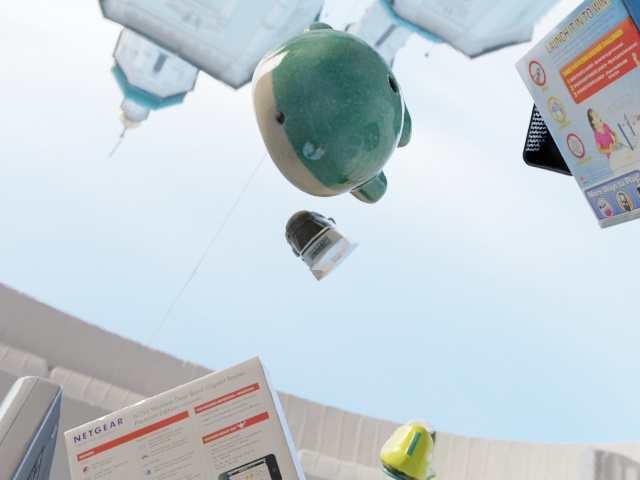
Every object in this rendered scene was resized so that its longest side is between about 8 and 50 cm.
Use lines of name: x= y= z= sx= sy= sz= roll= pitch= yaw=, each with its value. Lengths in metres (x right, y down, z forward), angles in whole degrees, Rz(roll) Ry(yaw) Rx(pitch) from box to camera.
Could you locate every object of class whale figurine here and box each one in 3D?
whale figurine: x=0.046 y=-0.151 z=0.851 sx=0.272 sy=0.141 sz=0.216 roll=-17 pitch=-92 yaw=-56

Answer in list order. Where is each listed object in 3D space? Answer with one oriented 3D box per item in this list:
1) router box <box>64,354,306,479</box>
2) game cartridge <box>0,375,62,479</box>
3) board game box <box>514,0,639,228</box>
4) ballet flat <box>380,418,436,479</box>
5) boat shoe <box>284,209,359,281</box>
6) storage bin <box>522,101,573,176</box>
router box: x=-0.196 y=0.377 z=1.155 sx=0.336 sy=0.082 sz=0.301 roll=-21 pitch=-122 yaw=-1
game cartridge: x=-0.314 y=0.288 z=0.726 sx=0.062 sy=0.297 sz=0.198 roll=14 pitch=-156 yaw=-11
board game box: x=0.433 y=-0.186 z=1.066 sx=0.086 sy=0.308 sz=0.301 roll=-26 pitch=-93 yaw=-10
ballet flat: x=0.119 y=0.265 z=0.965 sx=0.077 sy=0.231 sz=0.077 roll=21 pitch=-101 yaw=13
boat shoe: x=0.000 y=0.000 z=1.001 sx=0.078 sy=0.219 sz=0.070 roll=-42 pitch=-100 yaw=-2
storage bin: x=0.455 y=-0.214 z=1.380 sx=0.084 sy=0.122 sz=0.180 roll=-9 pitch=-67 yaw=-46
